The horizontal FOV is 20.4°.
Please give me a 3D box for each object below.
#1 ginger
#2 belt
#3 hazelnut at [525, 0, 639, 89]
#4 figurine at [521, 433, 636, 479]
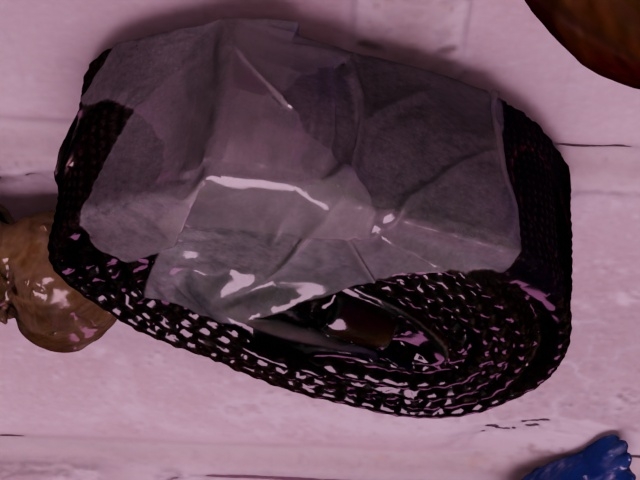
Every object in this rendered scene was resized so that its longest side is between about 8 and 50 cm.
[{"bbox_3d":[-0.215,0.018,1.034,0.204,0.080,0.104,10,140,-12],"label":"ginger"},{"bbox_3d":[0.000,0.000,0.954,0.289,0.164,0.184,18,141,-17],"label":"belt"},{"bbox_3d":[0.177,-0.151,0.822,0.202,0.160,0.170,7,137,51],"label":"hazelnut"},{"bbox_3d":[0.149,0.251,1.234,0.262,0.120,0.164,-24,126,20],"label":"figurine"}]
